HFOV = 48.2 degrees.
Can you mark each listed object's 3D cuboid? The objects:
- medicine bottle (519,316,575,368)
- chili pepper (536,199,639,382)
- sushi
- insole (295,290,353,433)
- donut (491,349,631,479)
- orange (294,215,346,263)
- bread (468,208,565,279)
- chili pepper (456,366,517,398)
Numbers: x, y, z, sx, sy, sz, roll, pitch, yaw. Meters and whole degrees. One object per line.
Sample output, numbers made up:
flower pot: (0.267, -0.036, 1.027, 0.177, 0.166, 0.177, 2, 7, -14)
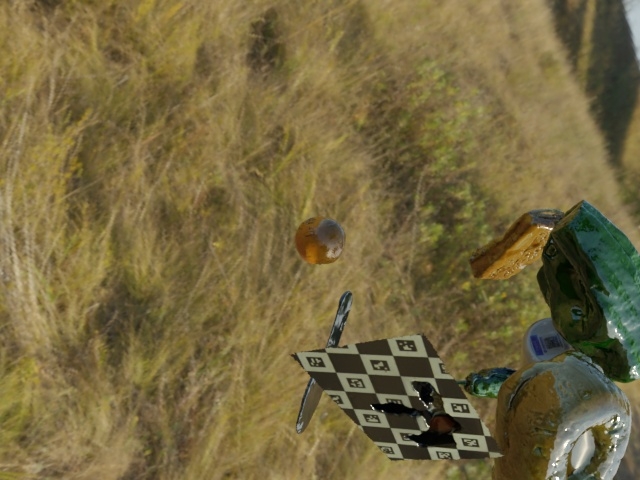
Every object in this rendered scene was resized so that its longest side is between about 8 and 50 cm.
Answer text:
medicine bottle: (0.528, 0.275, 1.646, 0.215, 0.135, 0.135, 69, 10, -58)
chili pepper: (0.533, 0.112, 1.387, 0.385, 0.213, 0.167, 57, 40, -12)
sushi: (0.115, 0.200, 0.938, 0.279, 0.193, 0.043, 52, 40, -32)
insole: (0.011, 0.280, 1.663, 0.119, 0.009, 0.348, 50, 58, -66)
donut: (0.371, 0.296, 1.099, 0.128, 0.209, 0.261, -137, -143, -55)
orange: (-0.001, 0.000, 1.132, 0.083, 0.084, 0.083, 47, 29, -37)
bread: (0.465, 0.010, 1.711, 0.139, 0.271, 0.077, 2, 61, -23)
chili pepper: (0.386, 0.327, 1.498, 0.279, 0.122, 0.065, 26, -9, 2)
